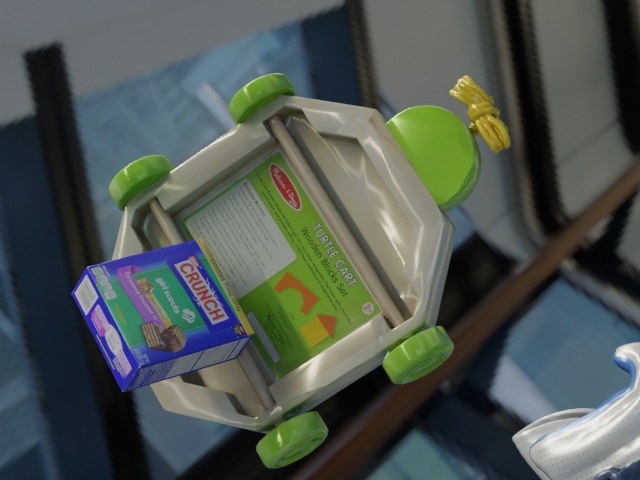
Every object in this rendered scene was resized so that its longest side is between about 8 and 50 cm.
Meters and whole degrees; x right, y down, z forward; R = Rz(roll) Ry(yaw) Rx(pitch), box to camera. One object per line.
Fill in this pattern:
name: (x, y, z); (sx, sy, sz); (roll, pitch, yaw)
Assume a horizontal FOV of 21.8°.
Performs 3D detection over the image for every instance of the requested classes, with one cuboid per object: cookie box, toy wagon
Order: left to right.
cookie box: (-0.118, 0.054, 1.249); (0.107, 0.092, 0.040); (-15, -24, -38)
toy wagon: (0.000, 0.000, 1.296); (0.344, 0.267, 0.068); (-34, -18, 8)

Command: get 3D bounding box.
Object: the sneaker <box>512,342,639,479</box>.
sneaker: (0.221, 0.229, 1.159); (0.323, 0.236, 0.130); (-63, -17, 14)
